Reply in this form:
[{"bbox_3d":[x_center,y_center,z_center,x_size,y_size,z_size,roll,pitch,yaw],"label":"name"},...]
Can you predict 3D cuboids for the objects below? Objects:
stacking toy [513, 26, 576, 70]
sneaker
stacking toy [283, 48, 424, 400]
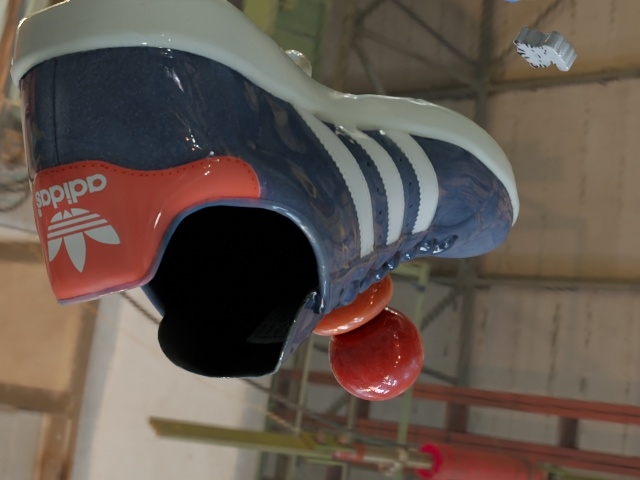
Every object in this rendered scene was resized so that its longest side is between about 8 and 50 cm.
[{"bbox_3d":[0.192,-0.274,1.088,0.052,0.221,0.167,18,-110,48],"label":"stacking toy"},{"bbox_3d":[-0.010,0.000,0.632,0.131,0.350,0.148,-15,-109,36],"label":"sneaker"},{"bbox_3d":[0.000,0.000,1.151,0.141,0.141,0.330,-16,-70,44],"label":"stacking toy"}]
